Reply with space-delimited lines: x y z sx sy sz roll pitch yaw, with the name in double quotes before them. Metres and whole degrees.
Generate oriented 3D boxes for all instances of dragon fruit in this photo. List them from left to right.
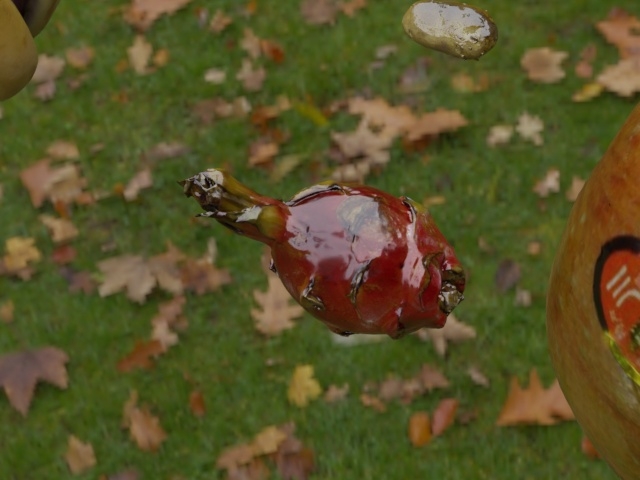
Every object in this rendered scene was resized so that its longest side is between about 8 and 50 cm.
"dragon fruit" 0.000 0.000 1.216 0.246 0.125 0.126 21 66 -21

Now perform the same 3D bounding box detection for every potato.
"potato" 0.109 -0.178 1.269 0.083 0.040 0.051 19 41 18

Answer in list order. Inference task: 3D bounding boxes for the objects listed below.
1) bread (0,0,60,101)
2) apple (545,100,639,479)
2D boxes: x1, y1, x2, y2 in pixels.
"bread" -0.154 -0.160 0.632 0.081 0.134 0.225 -39 33 34
"apple" 0.350 0.029 1.023 0.333 0.400 0.400 38 58 21
